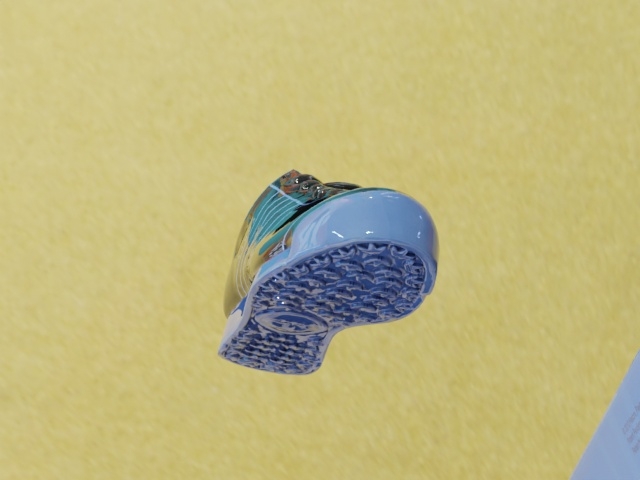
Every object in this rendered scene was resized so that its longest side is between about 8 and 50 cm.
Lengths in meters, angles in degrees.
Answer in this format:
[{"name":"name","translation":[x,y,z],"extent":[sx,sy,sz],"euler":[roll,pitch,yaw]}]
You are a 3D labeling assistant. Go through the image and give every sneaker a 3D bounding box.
[{"name":"sneaker","translation":[0.000,0.000,0.972],"extent":[0.081,0.232,0.090],"euler":[14,70,-16]}]

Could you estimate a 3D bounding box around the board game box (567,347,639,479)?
[{"name":"board game box","translation":[0.236,0.038,0.578],"extent":[0.302,0.308,0.086],"euler":[-20,68,-12]}]
